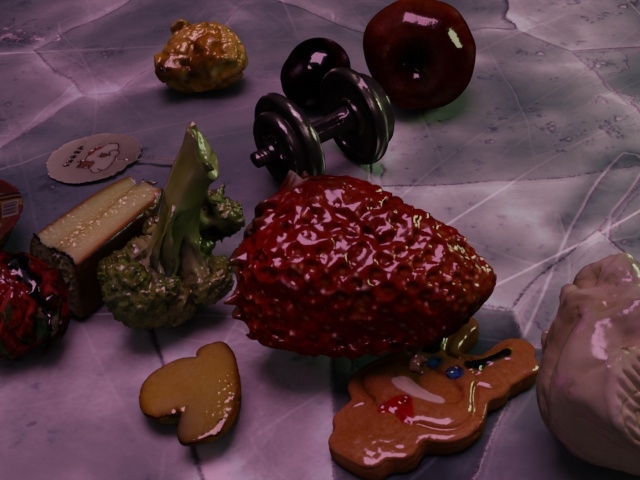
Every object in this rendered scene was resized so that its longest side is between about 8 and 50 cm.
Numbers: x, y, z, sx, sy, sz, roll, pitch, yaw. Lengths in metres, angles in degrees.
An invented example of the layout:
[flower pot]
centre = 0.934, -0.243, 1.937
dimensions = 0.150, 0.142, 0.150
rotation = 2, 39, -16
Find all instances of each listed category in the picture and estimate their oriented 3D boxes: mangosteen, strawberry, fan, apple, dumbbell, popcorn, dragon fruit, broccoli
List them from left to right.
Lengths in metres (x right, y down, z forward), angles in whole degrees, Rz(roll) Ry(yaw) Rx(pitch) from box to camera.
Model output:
[dragon fruit]
centre = -0.474, 0.096, 1.733
dimensions = 0.189, 0.182, 0.182
rotation = -9, 35, -6
[fan]
centre = -0.371, -0.154, 2.202
dimensions = 0.329, 0.009, 0.190
rotation = 3, 35, 17
[broccoli]
centre = -0.192, 0.000, 1.766
dimensions = 0.186, 0.302, 0.254
rotation = 43, 9, 10
[popcorn]
centre = -0.249, -0.378, 2.400
dimensions = 0.194, 0.140, 0.163
rotation = -16, 44, 3
[mangosteen]
centre = -0.002, -0.325, 2.294
dimensions = 0.153, 0.152, 0.152
rotation = -4, 35, 3
[dumbbell]
centre = 0.002, -0.197, 2.055
dimensions = 0.290, 0.192, 0.192
rotation = -26, 40, -24
[strawberry]
centre = 0.052, 0.061, 1.608
dimensions = 0.343, 0.292, 0.292
rotation = 24, 44, 22
[apple]
centre = 0.197, -0.362, 2.238
dimensions = 0.234, 0.234, 0.234
rotation = -4, 35, 3

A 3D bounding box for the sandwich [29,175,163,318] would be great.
[sandwich]
centre = -0.352, -0.001, 1.864
dimensions = 0.122, 0.128, 0.236
rotation = 30, 45, 19

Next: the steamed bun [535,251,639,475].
[steamed bun]
centre = 0.389, 0.155, 1.463
dimensions = 0.320, 0.275, 0.206
rotation = 4, -6, -36

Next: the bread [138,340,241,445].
[bread]
centre = -0.175, 0.229, 1.599
dimensions = 0.149, 0.065, 0.187
rotation = -17, 38, 3

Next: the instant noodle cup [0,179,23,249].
[instant noodle cup]
centre = -0.631, -0.005, 1.962
dimensions = 0.274, 0.090, 0.274
rotation = -4, 36, 3

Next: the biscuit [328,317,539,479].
[biscuit]
centre = 0.147, 0.208, 1.586
dimensions = 0.202, 0.047, 0.334
rotation = 26, 47, 37
